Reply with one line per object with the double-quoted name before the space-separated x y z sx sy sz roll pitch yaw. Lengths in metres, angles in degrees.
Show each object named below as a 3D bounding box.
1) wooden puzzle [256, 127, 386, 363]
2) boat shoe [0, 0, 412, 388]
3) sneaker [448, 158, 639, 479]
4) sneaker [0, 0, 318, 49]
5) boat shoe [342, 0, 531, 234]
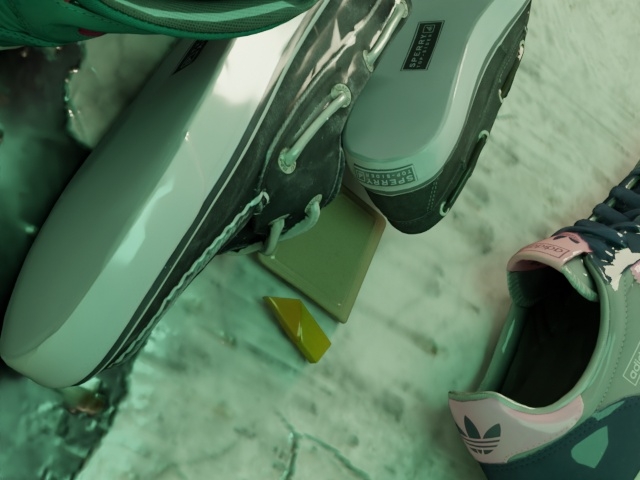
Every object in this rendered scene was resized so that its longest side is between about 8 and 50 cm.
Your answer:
"wooden puzzle" 0.000 0.000 0.684 0.078 0.014 0.116 47 57 -28
"boat shoe" -0.037 -0.041 0.608 0.102 0.108 0.301 44 51 -23
"sneaker" 0.180 0.018 0.761 0.131 0.112 0.319 46 56 -27
"sneaker" -0.030 -0.178 0.549 0.295 0.178 0.124 -42 123 -24
"boat shoe" 0.080 -0.099 0.730 0.076 0.080 0.228 65 37 -44
